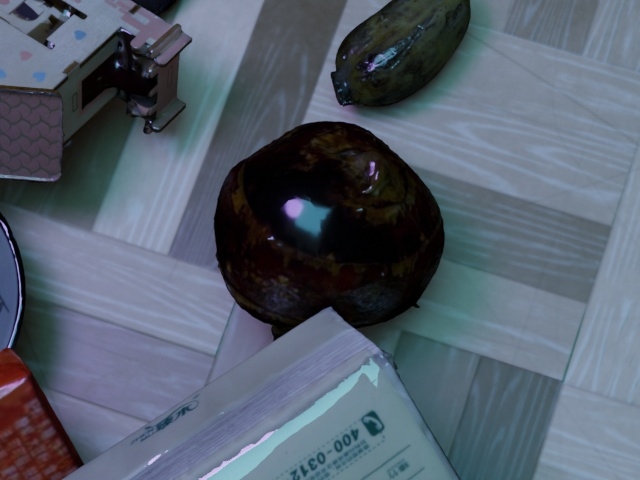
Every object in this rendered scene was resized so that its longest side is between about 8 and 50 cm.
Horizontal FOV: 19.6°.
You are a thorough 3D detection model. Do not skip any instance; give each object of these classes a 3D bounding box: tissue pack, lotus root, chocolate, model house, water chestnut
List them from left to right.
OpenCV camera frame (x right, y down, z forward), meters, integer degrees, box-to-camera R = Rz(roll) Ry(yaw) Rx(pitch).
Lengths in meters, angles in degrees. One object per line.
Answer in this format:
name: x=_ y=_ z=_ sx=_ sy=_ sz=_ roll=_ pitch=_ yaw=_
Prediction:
chocolate: x=-0.330 y=0.240 z=1.709 sx=0.235 sy=0.237 sz=0.108 roll=-26 pitch=29 yaw=-3
model house: x=-0.325 y=-0.167 z=1.807 sx=0.326 sy=0.169 sz=0.244 roll=33 pitch=53 yaw=12
tissue pack: x=-0.052 y=0.284 z=1.633 sx=0.380 sy=0.207 sz=0.297 roll=-32 pitch=108 yaw=-6
water chestnut: x=0.000 y=0.000 z=1.777 sx=0.224 sy=0.238 sz=0.223 roll=7 pitch=34 yaw=-5
lotus root: x=0.083 y=-0.196 z=1.875 sx=0.179 sy=0.080 sz=0.089 roll=-39 pitch=61 yaw=-12

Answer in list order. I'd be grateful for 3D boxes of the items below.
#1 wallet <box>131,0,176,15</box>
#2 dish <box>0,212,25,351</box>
wallet: x=-0.266 y=-0.371 z=1.929 sx=0.318 sy=0.045 sz=0.172 roll=31 pitch=116 yaw=10
dish: x=-0.434 y=0.071 z=1.825 sx=0.316 sy=0.106 sz=0.316 roll=-2 pitch=75 yaw=6
